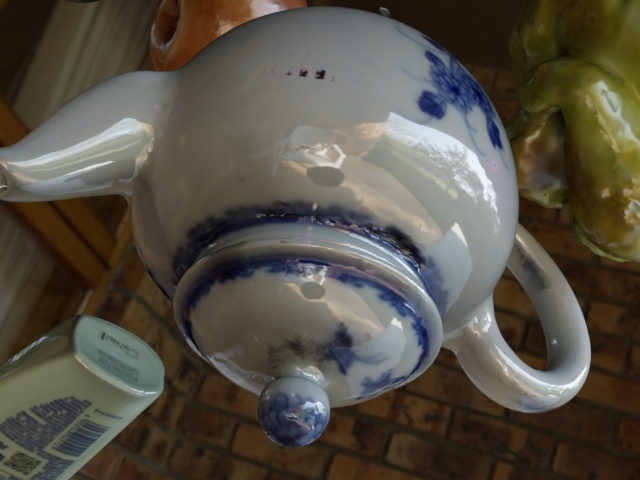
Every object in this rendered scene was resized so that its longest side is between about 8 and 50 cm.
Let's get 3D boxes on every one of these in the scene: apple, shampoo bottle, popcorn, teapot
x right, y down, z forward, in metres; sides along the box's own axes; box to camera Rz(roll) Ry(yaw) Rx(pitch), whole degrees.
[{"bbox_3d":[-0.108,-0.234,0.932,0.162,0.201,0.201,15,-14,-42],"label":"apple"},{"bbox_3d":[-0.319,0.213,0.840,0.134,0.078,0.359,35,-65,-29],"label":"shampoo bottle"},{"bbox_3d":[0.246,-0.116,0.596,0.225,0.277,0.276,30,-24,-21],"label":"popcorn"},{"bbox_3d":[0.000,0.000,0.526,0.423,0.280,0.252,23,-41,-19],"label":"teapot"}]

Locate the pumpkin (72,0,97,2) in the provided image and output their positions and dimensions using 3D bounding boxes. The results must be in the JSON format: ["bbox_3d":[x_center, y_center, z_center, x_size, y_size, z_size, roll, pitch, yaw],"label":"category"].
[{"bbox_3d":[-0.308,-0.434,1.108,0.163,0.233,0.233,29,-23,-2],"label":"pumpkin"}]
